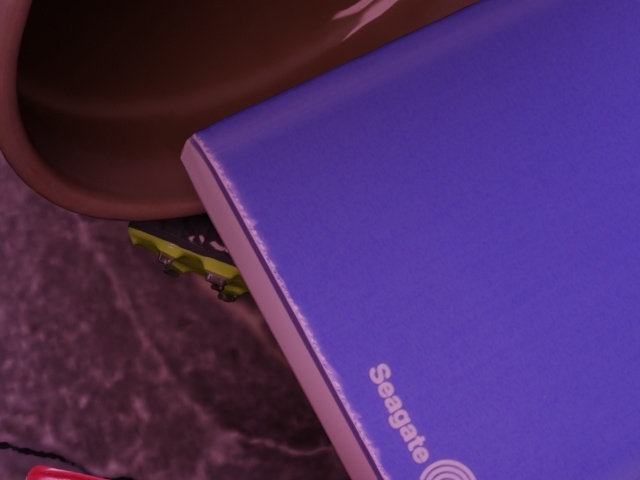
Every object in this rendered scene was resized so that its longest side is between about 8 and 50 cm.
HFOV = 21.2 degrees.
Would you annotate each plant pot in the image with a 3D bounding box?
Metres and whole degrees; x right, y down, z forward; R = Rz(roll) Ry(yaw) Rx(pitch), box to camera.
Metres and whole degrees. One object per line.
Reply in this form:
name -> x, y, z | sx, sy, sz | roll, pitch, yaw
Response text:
plant pot -> -0.059, -0.214, 0.719 | 0.323, 0.323, 0.280 | -39, 67, 4

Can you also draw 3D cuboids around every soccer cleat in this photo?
soccer cleat -> 0.000, 0.000, 0.806 | 0.179, 0.060, 0.072 | 13, 78, 2

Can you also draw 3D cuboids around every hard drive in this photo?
hard drive -> 0.129, -0.015, 0.731 | 0.319, 0.040, 0.210 | -27, 84, -19

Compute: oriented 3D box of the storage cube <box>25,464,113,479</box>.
storage cube -> -0.024, 0.205, 0.609 | 0.193, 0.215, 0.183 | 11, 67, 6
